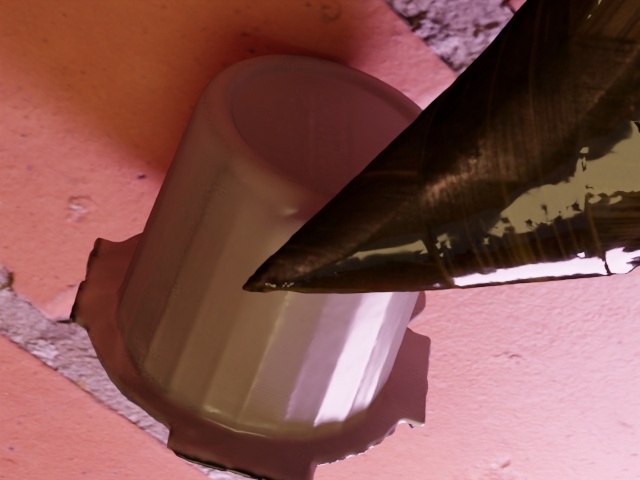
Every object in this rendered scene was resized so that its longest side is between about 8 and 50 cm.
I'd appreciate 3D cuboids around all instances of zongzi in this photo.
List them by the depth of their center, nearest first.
[{"bbox_3d":[0.166,-0.132,0.927,0.432,0.208,0.403,-11,139,-13],"label":"zongzi"}]

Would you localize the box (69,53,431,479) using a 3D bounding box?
[{"bbox_3d":[0.000,0.000,1.176,0.291,0.262,0.206,-14,140,-37],"label":"box"}]
